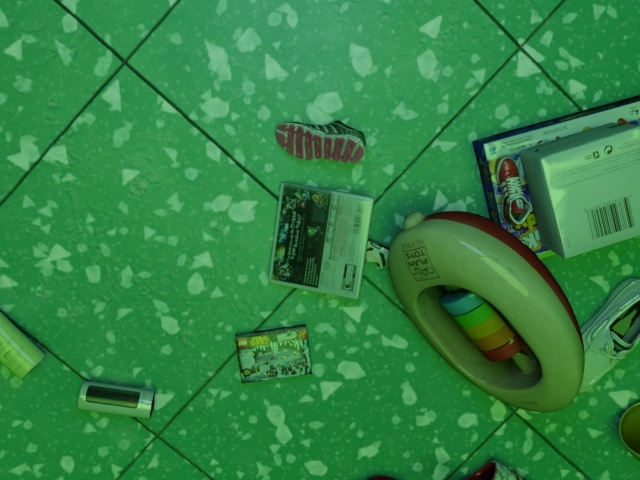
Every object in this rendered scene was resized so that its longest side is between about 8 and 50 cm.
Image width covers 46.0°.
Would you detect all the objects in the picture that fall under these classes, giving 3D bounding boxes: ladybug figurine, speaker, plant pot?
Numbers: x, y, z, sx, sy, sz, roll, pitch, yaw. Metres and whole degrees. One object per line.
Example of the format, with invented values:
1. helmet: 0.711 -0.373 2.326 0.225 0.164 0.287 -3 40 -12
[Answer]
1. ladybug figurine: 0.302 0.110 1.332 0.449 0.305 0.162 52 56 -18
2. speaker: -0.380 0.299 1.415 0.136 0.055 0.055 10 101 -6
3. plant pot: 0.666 0.396 1.486 0.134 0.134 0.095 -29 126 2

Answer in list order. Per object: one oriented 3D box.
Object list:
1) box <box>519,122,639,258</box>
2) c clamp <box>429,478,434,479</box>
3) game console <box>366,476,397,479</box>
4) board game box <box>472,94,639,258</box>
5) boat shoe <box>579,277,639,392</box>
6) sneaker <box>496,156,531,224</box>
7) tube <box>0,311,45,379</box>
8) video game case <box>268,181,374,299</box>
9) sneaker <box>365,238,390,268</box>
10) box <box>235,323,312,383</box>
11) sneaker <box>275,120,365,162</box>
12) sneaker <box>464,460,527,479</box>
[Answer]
1. box: 0.459 -0.088 1.285 0.181 0.119 0.182 -18 102 0
2. c clamp: 0.194 0.514 1.452 0.160 0.022 0.137 -41 106 14
3. game console: 0.070 0.687 1.525 0.386 0.060 0.342 -32 102 3
4. board game box: 0.478 -0.113 1.383 0.347 0.078 0.233 -16 103 -1
5. boat shoe: 0.555 0.187 1.446 0.095 0.084 0.258 27 98 -9
6. sneaker: 0.334 -0.084 1.303 0.042 0.067 0.118 -9 102 -3
7. tube: -0.610 0.152 1.368 0.240 0.062 0.070 45 55 -6
8. video game case: 0.000 0.000 1.377 0.173 0.022 0.190 10 101 10
9. sneaker: 0.083 0.016 1.399 0.109 0.040 0.044 28 100 -9
10. box: -0.088 0.215 1.433 0.137 0.027 0.094 -8 101 -2
11. sneaker: 0.005 -0.181 1.346 0.170 0.075 0.063 11 120 16
12. sneaker: 0.308 0.566 1.494 0.145 0.090 0.270 41 85 -10
